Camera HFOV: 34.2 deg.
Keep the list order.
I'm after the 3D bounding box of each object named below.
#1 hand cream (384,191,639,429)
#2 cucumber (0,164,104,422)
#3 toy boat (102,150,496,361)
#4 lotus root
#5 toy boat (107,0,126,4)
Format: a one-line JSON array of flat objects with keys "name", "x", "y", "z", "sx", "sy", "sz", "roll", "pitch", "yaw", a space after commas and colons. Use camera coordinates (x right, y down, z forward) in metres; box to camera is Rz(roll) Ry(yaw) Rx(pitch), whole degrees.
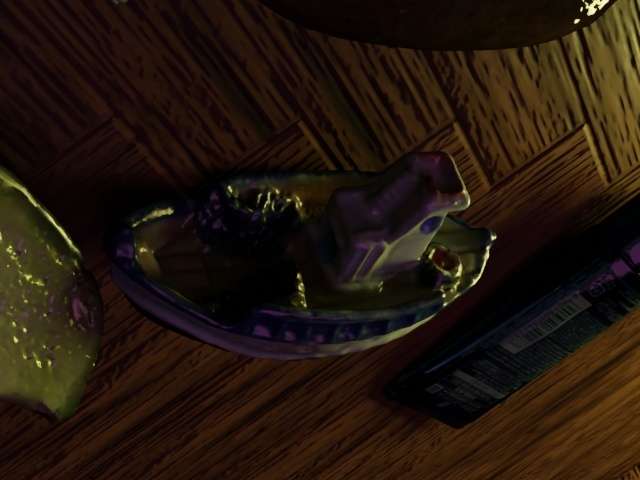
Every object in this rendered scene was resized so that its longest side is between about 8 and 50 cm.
[{"name": "hand cream", "x": 0.184, "y": 0.069, "z": 0.861, "sx": 0.270, "sy": 0.061, "sz": 0.120, "roll": -42, "pitch": 137, "yaw": 18}, {"name": "cucumber", "x": -0.236, "y": -0.009, "z": 0.486, "sx": 0.325, "sy": 0.105, "sz": 0.145, "roll": 35, "pitch": 80, "yaw": -47}, {"name": "toy boat", "x": 0.000, "y": 0.000, "z": 0.622, "sx": 0.262, "sy": 0.114, "sz": 0.115, "roll": -8, "pitch": 146, "yaw": -21}, {"name": "lotus root", "x": 0.057, "y": -0.153, "z": 0.505, "sx": 0.241, "sy": 0.124, "sz": 0.123, "roll": -8, "pitch": 123, "yaw": -27}, {"name": "toy boat", "x": -0.160, "y": -0.176, "z": 0.381, "sx": 0.085, "sy": 0.078, "sz": 0.260, "roll": -49, "pitch": 140, "yaw": -2}]
